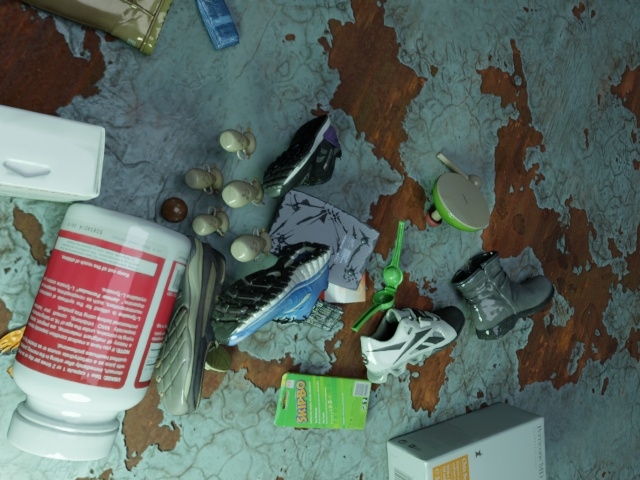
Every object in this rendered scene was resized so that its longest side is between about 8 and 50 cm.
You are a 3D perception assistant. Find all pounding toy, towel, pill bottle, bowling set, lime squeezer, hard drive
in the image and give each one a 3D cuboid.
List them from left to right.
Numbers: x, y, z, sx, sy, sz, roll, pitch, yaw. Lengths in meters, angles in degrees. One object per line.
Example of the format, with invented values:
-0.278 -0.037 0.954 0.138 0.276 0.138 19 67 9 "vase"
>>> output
-0.396 0.157 0.955 0.228 0.229 0.408 20 80 -29 "pill bottle"
-0.219 -0.093 1.130 0.154 0.199 0.287 -23 111 -73 "bowling set"
-0.223 -0.481 1.165 0.067 0.029 0.120 -29 105 -28 "towel"
0.000 0.000 1.261 0.254 0.054 0.172 25 82 -17 "hard drive"
0.164 0.104 1.377 0.110 0.058 0.311 39 70 -36 "lime squeezer"
0.364 -0.103 1.490 0.182 0.110 0.237 26 48 -17 "pounding toy"

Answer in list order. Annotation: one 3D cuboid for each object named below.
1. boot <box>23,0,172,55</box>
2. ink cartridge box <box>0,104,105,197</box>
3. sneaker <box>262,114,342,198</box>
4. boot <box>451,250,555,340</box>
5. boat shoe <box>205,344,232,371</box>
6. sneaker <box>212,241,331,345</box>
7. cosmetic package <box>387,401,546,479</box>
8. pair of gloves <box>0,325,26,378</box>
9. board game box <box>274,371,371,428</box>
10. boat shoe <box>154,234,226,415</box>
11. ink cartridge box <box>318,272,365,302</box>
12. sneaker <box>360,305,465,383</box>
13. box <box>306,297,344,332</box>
-0.416 -0.514 1.018 0.269 0.089 0.236 21 80 -28 "boot"
-0.480 -0.132 0.876 0.198 0.272 0.115 7 87 -31 "ink cartridge box"
-0.021 -0.165 1.208 0.124 0.107 0.283 57 44 -26 "sneaker"
0.552 0.124 1.585 0.338 0.118 0.223 -29 100 -31 "boot"
-0.260 0.243 1.147 0.153 0.048 0.056 29 56 -34 "boat shoe"
-0.080 0.130 1.107 0.330 0.129 0.147 -33 122 -42 "sneaker"
0.413 0.628 1.476 0.452 0.161 0.230 -6 94 -31 "cosmetic package"
-0.554 0.206 0.988 0.074 0.010 0.083 -33 107 -26 "pair of gloves"
0.007 0.393 1.306 0.259 0.039 0.124 14 83 -33 "board game box"
-0.238 0.165 1.068 0.130 0.132 0.356 16 65 -37 "boat shoe"
0.029 0.081 1.312 0.179 0.045 0.146 0 90 -33 "ink cartridge box"
0.244 0.228 1.394 0.330 0.122 0.147 -26 105 -28 "sneaker"
0.007 0.181 1.297 0.083 0.018 0.067 25 106 -28 "box"
